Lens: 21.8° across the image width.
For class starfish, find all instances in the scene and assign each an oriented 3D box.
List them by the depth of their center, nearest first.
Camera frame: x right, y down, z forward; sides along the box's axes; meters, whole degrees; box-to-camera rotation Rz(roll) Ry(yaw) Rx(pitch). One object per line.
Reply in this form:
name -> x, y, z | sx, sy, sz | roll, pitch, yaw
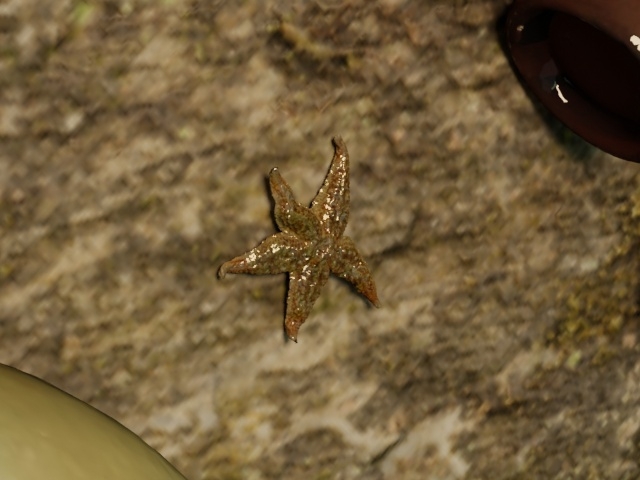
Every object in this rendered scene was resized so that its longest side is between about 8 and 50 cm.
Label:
starfish -> 0.000, 0.000, 0.725 | 0.086, 0.016, 0.092 | 20, 89, -40

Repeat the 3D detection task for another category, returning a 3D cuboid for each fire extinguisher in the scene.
fire extinguisher -> 0.234, -0.177, 0.797 | 0.344, 0.102, 0.138 | -45, 157, -18

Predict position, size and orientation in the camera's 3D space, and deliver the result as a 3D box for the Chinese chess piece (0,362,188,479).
Chinese chess piece -> -0.172, 0.195, 0.526 | 0.349, 0.146, 0.349 | -27, 136, -29
